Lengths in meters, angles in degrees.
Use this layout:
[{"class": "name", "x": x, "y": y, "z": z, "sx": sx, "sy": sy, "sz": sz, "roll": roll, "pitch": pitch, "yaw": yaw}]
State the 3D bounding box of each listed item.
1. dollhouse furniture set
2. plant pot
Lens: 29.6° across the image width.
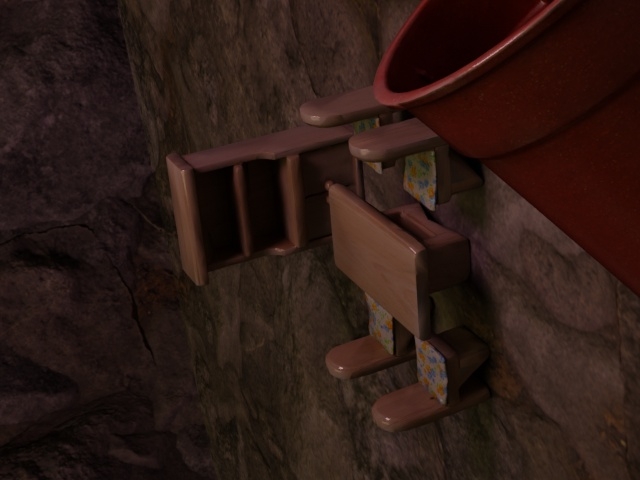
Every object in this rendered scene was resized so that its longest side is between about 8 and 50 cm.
[{"class": "dollhouse furniture set", "x": 0.000, "y": 0.000, "z": 1.507, "sx": 0.394, "sy": 0.256, "sz": 0.362, "roll": 41, "pitch": 142, "yaw": 55}, {"class": "plant pot", "x": 0.223, "y": -0.096, "z": 0.793, "sx": 0.265, "sy": 0.272, "sz": 0.272, "roll": 44, "pitch": 165, "yaw": -16}]
